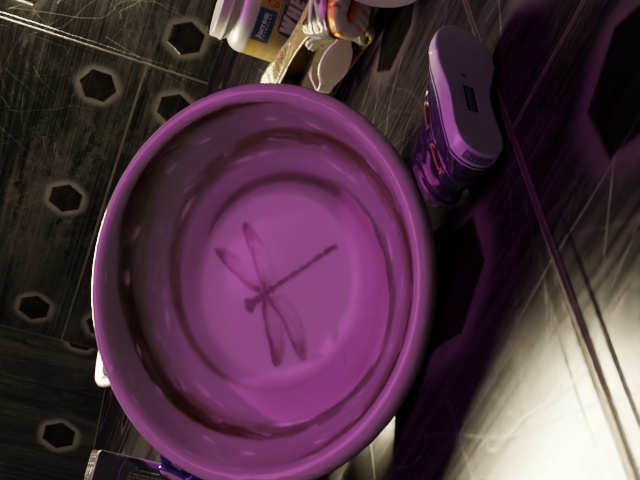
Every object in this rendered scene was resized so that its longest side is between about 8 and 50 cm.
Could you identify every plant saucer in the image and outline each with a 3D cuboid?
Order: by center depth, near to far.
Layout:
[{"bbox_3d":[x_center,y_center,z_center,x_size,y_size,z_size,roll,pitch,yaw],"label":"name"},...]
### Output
[{"bbox_3d":[-0.052,0.045,1.061,0.100,0.401,0.400,8,-79,-60],"label":"plant saucer"}]

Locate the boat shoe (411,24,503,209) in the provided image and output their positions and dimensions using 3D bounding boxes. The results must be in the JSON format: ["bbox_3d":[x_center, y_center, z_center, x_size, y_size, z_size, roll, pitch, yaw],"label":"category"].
[{"bbox_3d":[0.116,-0.117,0.964,0.083,0.065,0.183,125,155,-43],"label":"boat shoe"}]

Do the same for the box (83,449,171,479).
[{"bbox_3d":[-0.384,0.546,1.984,0.143,0.165,0.270,147,138,-69],"label":"box"}]

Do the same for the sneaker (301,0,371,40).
[{"bbox_3d":[0.029,-0.355,1.375,0.083,0.084,0.214,-7,57,46],"label":"sneaker"}]

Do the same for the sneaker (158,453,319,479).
[{"bbox_3d":[-0.108,0.251,1.116,0.296,0.131,0.111,34,102,47],"label":"sneaker"}]

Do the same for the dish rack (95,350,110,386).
[{"bbox_3d":[-0.229,0.111,1.790,0.333,0.072,0.285,-31,32,17],"label":"dish rack"}]

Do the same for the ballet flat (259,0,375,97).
[{"bbox_3d":[-0.010,-0.248,1.547,0.348,0.123,0.123,125,157,-54],"label":"ballet flat"}]

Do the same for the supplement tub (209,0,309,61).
[{"bbox_3d":[-0.066,-0.359,1.689,0.144,0.200,0.144,-164,90,-76],"label":"supplement tub"}]

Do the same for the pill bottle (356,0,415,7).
[{"bbox_3d":[0.089,-0.413,1.297,0.124,0.124,0.221,139,145,-66],"label":"pill bottle"}]
